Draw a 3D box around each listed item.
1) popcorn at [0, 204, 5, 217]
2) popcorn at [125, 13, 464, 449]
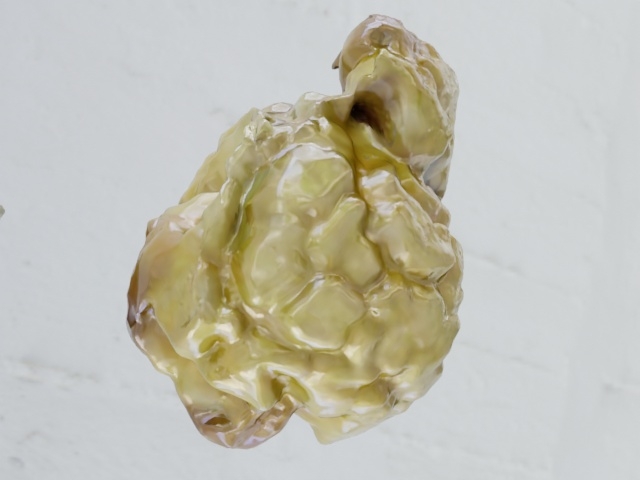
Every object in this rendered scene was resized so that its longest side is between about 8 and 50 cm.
[{"bbox_3d":[-0.444,-0.025,1.228,0.224,0.270,0.258,-100,-6,-47],"label":"popcorn"},{"bbox_3d":[0.000,0.000,0.943,0.225,0.265,0.332,29,-106,-10],"label":"popcorn"}]
